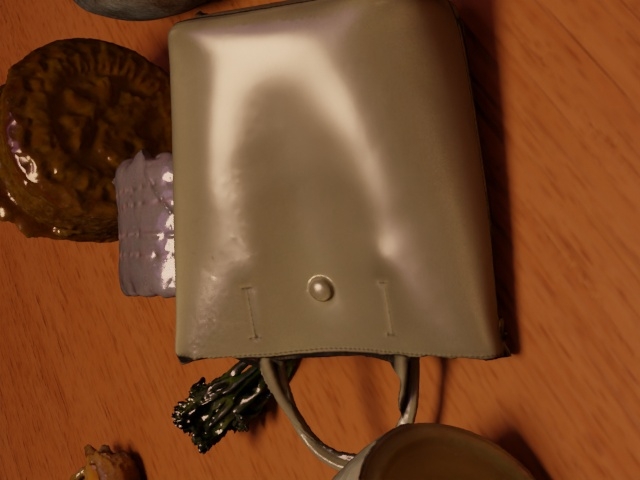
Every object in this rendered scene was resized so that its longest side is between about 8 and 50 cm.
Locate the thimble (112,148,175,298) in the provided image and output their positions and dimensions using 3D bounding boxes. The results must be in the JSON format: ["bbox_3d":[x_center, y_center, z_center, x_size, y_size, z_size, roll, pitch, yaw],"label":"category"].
[{"bbox_3d":[-0.094,-0.010,0.848,0.151,0.127,0.117,-2,87,55],"label":"thimble"}]

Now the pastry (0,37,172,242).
[{"bbox_3d":[-0.207,-0.088,0.953,0.103,0.189,0.188,-32,65,51],"label":"pastry"}]

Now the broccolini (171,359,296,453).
[{"bbox_3d":[-0.040,0.110,0.842,0.201,0.074,0.058,-33,100,37],"label":"broccolini"}]

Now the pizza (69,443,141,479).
[{"bbox_3d":[-0.250,0.318,1.117,0.288,0.074,0.251,29,110,49],"label":"pizza"}]

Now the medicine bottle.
[{"bbox_3d":[0.054,0.201,0.630,0.143,0.147,0.147,-59,46,40],"label":"medicine bottle"}]

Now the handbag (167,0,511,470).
[{"bbox_3d":[0.000,0.000,0.700,0.241,0.109,0.315,-3,88,27],"label":"handbag"}]

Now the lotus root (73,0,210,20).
[{"bbox_3d":[-0.165,-0.268,0.936,0.322,0.140,0.158,-6,86,56],"label":"lotus root"}]
